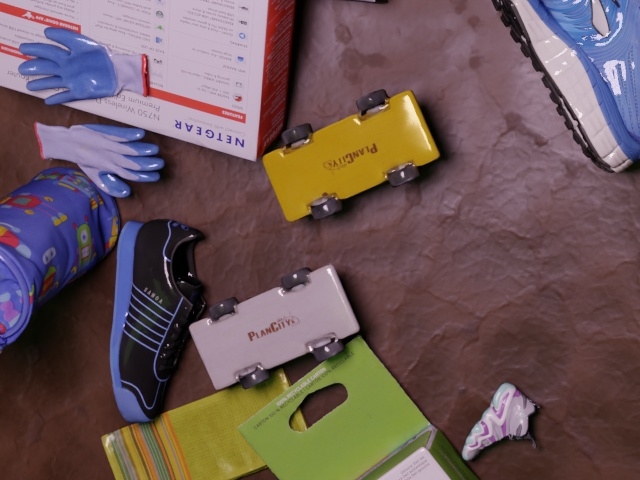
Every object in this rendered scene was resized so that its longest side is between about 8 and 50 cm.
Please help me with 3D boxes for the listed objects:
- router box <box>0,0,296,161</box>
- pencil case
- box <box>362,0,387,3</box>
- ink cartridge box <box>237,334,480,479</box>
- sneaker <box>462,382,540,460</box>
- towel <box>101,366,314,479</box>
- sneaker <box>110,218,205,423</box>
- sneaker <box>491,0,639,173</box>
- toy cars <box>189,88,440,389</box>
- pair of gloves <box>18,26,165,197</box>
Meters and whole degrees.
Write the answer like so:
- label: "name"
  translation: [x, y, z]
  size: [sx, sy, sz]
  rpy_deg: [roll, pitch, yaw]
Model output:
- label: "router box"
  translation: [-0.194, -0.269, 1.875]
  size: [0.335, 0.082, 0.301]
  rpy_deg: [18, 127, 15]
- label: "pencil case"
  translation: [-0.314, 0.018, 1.900]
  size: [0.119, 0.306, 0.133]
  rpy_deg: [-3, 107, 14]
- label: "box"
  translation: [-0.034, -0.417, 1.898]
  size: [0.242, 0.076, 0.307]
  rpy_deg: [7, 98, 12]
- label: "ink cartridge box"
  translation: [0.046, 0.264, 1.934]
  size: [0.189, 0.097, 0.255]
  rpy_deg: [-38, 93, 14]
- label: "sneaker"
  translation: [0.202, 0.210, 1.932]
  size: [0.069, 0.038, 0.098]
  rpy_deg: [33, 103, 9]
- label: "towel"
  translation: [-0.130, 0.231, 2.022]
  size: [0.237, 0.021, 0.102]
  rpy_deg: [-22, 92, 14]
- label: "sneaker"
  translation: [-0.177, 0.092, 1.987]
  size: [0.090, 0.081, 0.232]
  rpy_deg: [3, 96, 20]
- label: "sneaker"
  translation: [0.271, -0.240, 1.837]
  size: [0.147, 0.130, 0.330]
  rpy_deg: [-31, 92, 0]
- label: "toy cars"
  translation: [0.000, 0.000, 1.937]
  size: [0.176, 0.087, 0.394]
  rpy_deg: [28, 105, 14]
- label: "pair of gloves"
  translation: [-0.247, -0.135, 1.922]
  size: [0.159, 0.023, 0.198]
  rpy_deg: [10, 125, 21]
